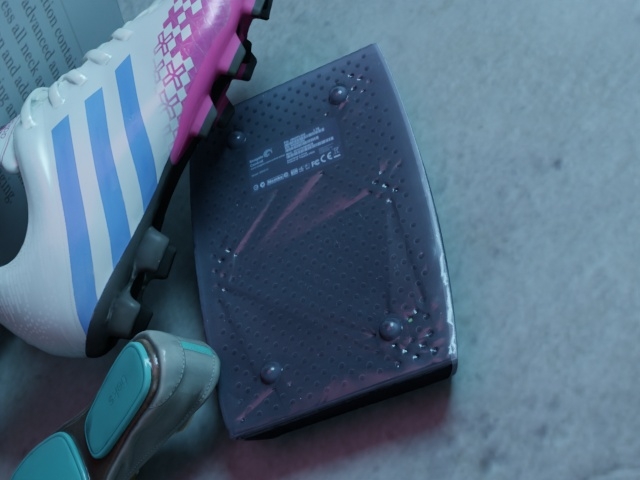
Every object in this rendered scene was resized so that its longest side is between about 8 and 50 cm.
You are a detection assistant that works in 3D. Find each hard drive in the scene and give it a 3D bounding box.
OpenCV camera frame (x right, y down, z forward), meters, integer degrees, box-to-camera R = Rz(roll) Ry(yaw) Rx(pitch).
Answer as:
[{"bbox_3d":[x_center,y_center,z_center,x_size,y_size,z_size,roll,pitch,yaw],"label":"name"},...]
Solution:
[{"bbox_3d":[0.000,0.000,0.743,0.172,0.054,0.255,-22,55,16],"label":"hard drive"}]

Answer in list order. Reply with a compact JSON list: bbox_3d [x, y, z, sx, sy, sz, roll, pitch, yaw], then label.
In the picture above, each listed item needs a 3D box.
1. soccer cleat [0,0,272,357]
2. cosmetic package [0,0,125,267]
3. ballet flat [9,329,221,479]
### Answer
[{"bbox_3d":[-0.136,-0.088,0.734,0.143,0.116,0.331,22,78,-1],"label":"soccer cleat"},{"bbox_3d":[-0.382,-0.118,0.753,0.327,0.329,0.394,21,60,20],"label":"cosmetic package"},{"bbox_3d":[-0.136,0.139,0.726,0.213,0.068,0.072,-48,51,29],"label":"ballet flat"}]
